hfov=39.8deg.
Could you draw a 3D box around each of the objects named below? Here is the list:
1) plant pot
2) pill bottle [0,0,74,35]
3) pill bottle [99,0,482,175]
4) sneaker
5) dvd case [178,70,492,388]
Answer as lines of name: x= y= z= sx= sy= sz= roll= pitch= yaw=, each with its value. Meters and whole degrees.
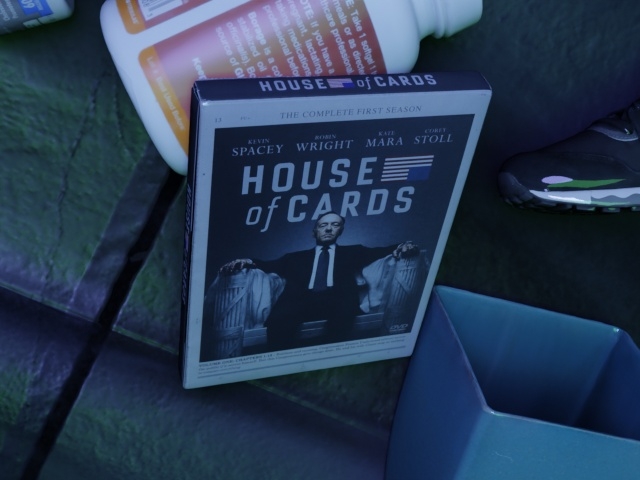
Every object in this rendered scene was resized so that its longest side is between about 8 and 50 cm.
plant pot: x=0.135 y=0.187 z=0.655 sx=0.165 sy=0.165 sz=0.234 roll=14 pitch=112 yaw=-12
pill bottle: x=-0.229 y=-0.158 z=0.542 sx=0.137 sy=0.078 sz=0.078 roll=-16 pitch=108 yaw=-3
pill bottle: x=-0.016 y=-0.135 z=0.555 sx=0.216 sy=0.121 sz=0.121 roll=-24 pitch=108 yaw=0
sneaker: x=0.257 y=-0.088 z=0.632 sx=0.283 sy=0.107 sz=0.124 roll=-7 pitch=93 yaw=-9
dvd case: x=0.000 y=0.000 z=0.580 sx=0.179 sy=0.030 sz=0.239 roll=-6 pitch=133 yaw=-18
